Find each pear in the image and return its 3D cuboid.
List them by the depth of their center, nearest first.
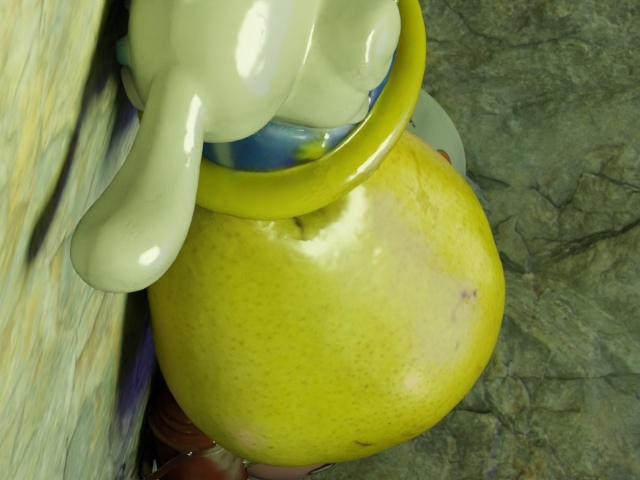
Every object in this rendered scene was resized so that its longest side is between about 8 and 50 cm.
[{"bbox_3d":[-0.004,0.037,1.352,0.336,0.285,0.285,4,101,-74],"label":"pear"}]

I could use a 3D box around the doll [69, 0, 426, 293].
[{"bbox_3d":[-0.030,-0.083,0.935,0.242,0.159,0.311,106,4,-65],"label":"doll"}]

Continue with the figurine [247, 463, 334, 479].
[{"bbox_3d":[-0.058,0.150,2.001,0.211,0.261,0.269,-32,179,-23],"label":"figurine"}]

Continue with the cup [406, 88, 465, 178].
[{"bbox_3d":[0.000,0.000,1.696,0.317,0.212,0.212,-63,171,-50],"label":"cup"}]

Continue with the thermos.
[{"bbox_3d":[-0.112,0.192,1.710,0.232,0.124,0.099,92,9,-53],"label":"thermos"}]
